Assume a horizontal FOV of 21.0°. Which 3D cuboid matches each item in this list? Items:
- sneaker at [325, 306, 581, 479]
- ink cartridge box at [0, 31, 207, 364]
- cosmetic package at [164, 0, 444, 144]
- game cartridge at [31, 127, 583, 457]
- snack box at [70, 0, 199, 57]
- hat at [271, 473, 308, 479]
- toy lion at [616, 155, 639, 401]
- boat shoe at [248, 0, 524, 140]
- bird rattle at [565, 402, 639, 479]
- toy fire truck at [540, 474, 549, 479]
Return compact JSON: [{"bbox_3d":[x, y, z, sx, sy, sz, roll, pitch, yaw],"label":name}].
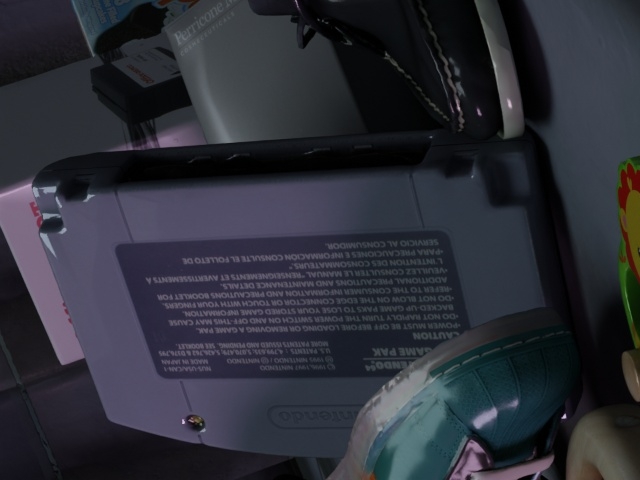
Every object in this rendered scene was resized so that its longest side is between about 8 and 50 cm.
[{"bbox_3d":[0.065,0.158,0.927,0.121,0.108,0.302,59,138,26],"label":"sneaker"},{"bbox_3d":[-0.118,-0.052,1.466,0.223,0.308,0.129,77,171,-47],"label":"ink cartridge box"},{"bbox_3d":[0.007,-0.062,1.094,0.107,0.127,0.238,-5,-113,-52],"label":"cosmetic package"},{"bbox_3d":[-0.006,0.036,0.996,0.062,0.297,0.198,-66,-33,-49],"label":"game cartridge"},{"bbox_3d":[-0.125,-0.187,1.665,0.060,0.187,0.322,78,170,-47],"label":"snack box"},{"bbox_3d":[0.019,0.388,1.696,0.331,0.134,0.331,39,-157,-20],"label":"hat"},{"bbox_3d":[0.143,0.013,0.729,0.100,0.034,0.096,96,161,-76],"label":"toy lion"},{"bbox_3d":[0.007,-0.164,0.956,0.127,0.113,0.340,80,169,-53],"label":"boat shoe"},{"bbox_3d":[0.163,0.178,0.839,0.253,0.143,0.206,-87,-8,-72],"label":"bird rattle"},{"bbox_3d":[0.126,0.267,1.100,0.246,0.217,0.158,29,-177,-15],"label":"toy fire truck"}]
